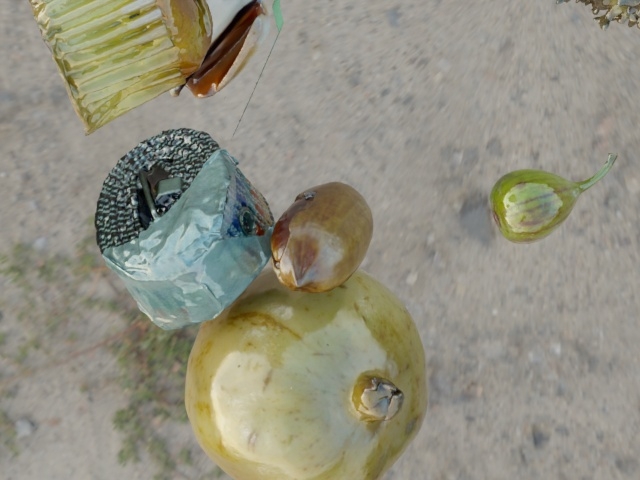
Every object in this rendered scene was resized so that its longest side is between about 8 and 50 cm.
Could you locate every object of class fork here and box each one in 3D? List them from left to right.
[{"bbox_3d":[-0.035,-0.144,0.984,0.021,0.235,0.039,24,131,-2],"label":"fork"}]

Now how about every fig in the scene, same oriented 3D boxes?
[{"bbox_3d":[0.283,-0.061,1.697,0.166,0.093,0.093,-29,96,17],"label":"fig"}]

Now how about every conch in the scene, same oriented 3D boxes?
[{"bbox_3d":[-0.114,-0.224,1.479,0.104,0.094,0.176,22,101,-15],"label":"conch"}]

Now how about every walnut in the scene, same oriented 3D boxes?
[{"bbox_3d":[0.000,0.000,1.699,0.116,0.207,0.115,8,125,11],"label":"walnut"}]

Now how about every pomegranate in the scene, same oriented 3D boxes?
[{"bbox_3d":[-0.009,0.194,1.829,0.342,0.342,0.342,2,102,9],"label":"pomegranate"}]

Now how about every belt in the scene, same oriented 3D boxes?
[{"bbox_3d":[-0.170,-0.019,1.767,0.207,0.257,0.150,-34,131,8],"label":"belt"}]

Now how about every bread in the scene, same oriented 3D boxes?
[{"bbox_3d":[-0.203,-0.249,1.348,0.156,0.288,0.204,-23,135,-2],"label":"bread"}]

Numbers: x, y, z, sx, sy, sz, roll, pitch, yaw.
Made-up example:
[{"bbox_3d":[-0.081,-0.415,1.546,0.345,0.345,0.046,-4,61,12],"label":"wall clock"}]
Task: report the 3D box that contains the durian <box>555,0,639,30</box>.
[{"bbox_3d":[0.178,-0.174,0.720,0.148,0.091,0.188,38,78,18],"label":"durian"}]
